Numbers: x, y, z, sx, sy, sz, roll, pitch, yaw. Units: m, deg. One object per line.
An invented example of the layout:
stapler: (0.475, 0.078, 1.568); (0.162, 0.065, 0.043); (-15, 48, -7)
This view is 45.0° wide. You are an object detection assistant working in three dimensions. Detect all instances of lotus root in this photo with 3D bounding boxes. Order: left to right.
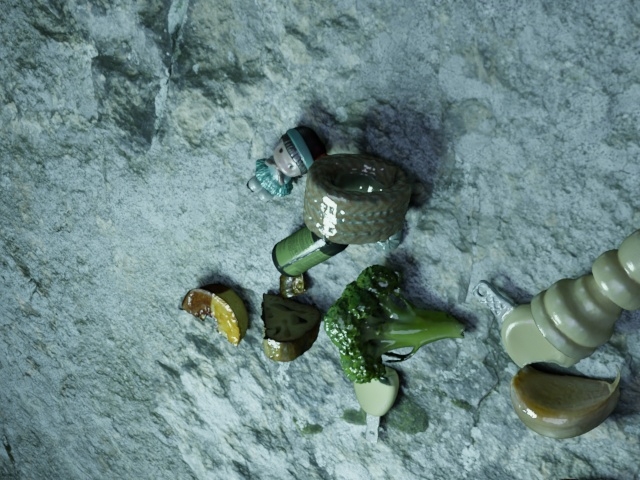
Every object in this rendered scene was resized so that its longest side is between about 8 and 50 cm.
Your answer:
lotus root: (-0.083, 0.220, 2.032); (0.170, 0.261, 0.074); (-2, 115, 2)

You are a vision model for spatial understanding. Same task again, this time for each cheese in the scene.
cheese: (0.142, 0.437, 2.051); (0.127, 0.054, 0.251); (18, 122, 28)
cheese: (0.452, 0.175, 1.684); (0.163, 0.071, 0.249); (-32, 90, 42)

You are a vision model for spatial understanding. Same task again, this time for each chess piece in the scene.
chess piece: (0.575, 0.093, 1.506); (0.167, 0.167, 0.300); (49, 126, 7)

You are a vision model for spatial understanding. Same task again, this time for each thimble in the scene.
thimble: (0.077, -0.093, 1.739); (0.196, 0.229, 0.148); (-112, 23, -47)

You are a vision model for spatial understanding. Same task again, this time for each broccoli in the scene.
broccoli: (0.154, 0.184, 1.872); (0.302, 0.186, 0.254); (-29, 90, -2)

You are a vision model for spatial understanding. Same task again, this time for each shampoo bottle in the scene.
shampoo bottle: (0.000, 0.000, 1.908); (0.284, 0.101, 0.101); (-30, 93, 41)

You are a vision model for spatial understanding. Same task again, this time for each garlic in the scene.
garlic: (0.532, 0.349, 1.688); (0.245, 0.145, 0.164); (-4, 78, 35)

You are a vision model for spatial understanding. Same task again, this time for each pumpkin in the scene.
pumpkin: (-0.068, 0.111, 2.060); (0.101, 0.035, 0.073); (-20, 84, 41)

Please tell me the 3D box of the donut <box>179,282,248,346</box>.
donut: (-0.287, 0.195, 2.225); (0.217, 0.085, 0.141); (36, 128, 16)

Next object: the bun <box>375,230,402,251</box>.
bun: (0.155, -0.013, 1.825); (0.083, 0.045, 0.083); (13, 119, 25)

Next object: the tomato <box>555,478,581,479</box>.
tomato: (0.585, 0.663, 1.752); (0.259, 0.180, 0.260); (17, 123, 28)

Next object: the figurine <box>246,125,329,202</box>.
figurine: (-0.076, -0.176, 1.880); (0.138, 0.110, 0.245); (48, 135, -5)
